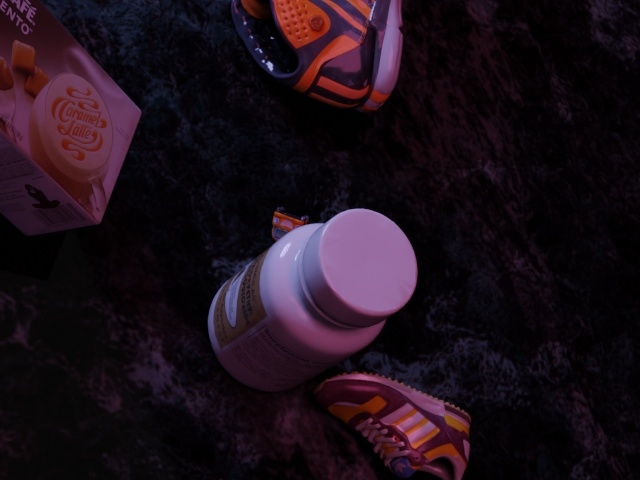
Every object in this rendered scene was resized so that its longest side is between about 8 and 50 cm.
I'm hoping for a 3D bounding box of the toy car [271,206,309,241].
[{"bbox_3d":[0.000,0.000,1.373,0.122,0.060,0.041,19,94,-14],"label":"toy car"}]

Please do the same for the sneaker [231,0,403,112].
[{"bbox_3d":[0.002,-0.311,1.452,0.180,0.124,0.321,13,65,-25],"label":"sneaker"}]

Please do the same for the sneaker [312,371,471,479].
[{"bbox_3d":[0.075,0.197,1.325,0.185,0.069,0.084,20,57,-20],"label":"sneaker"}]

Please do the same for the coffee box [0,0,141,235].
[{"bbox_3d":[-0.287,-0.134,1.169,0.246,0.098,0.141,50,43,-42],"label":"coffee box"}]

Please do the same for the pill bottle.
[{"bbox_3d":[-0.008,0.057,1.238,0.131,0.229,0.131,11,65,-25],"label":"pill bottle"}]
